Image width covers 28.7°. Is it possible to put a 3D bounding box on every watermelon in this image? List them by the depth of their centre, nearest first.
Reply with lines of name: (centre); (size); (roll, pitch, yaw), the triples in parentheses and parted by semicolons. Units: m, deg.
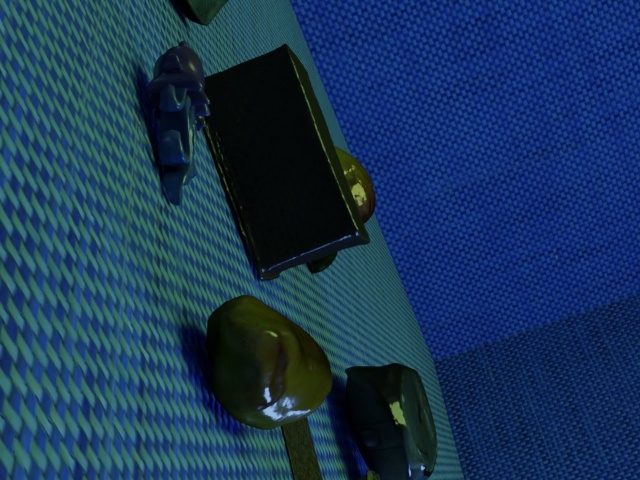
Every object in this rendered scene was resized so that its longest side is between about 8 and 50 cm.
watermelon: (0.000, 0.000, 2.112); (0.105, 0.062, 0.105); (-15, 90, -85)

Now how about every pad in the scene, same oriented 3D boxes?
pad: (-0.032, 0.210, 1.493); (0.158, 0.003, 0.235); (58, 14, -61)

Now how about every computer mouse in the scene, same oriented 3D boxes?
computer mouse: (0.103, 0.284, 1.916); (0.374, 0.114, 0.203); (20, 53, -80)

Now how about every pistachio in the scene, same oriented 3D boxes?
pistachio: (-0.059, 0.112, 1.175); (0.110, 0.100, 0.189); (49, 5, 29)

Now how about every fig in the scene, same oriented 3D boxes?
fig: (-0.031, -0.110, 1.973); (0.257, 0.159, 0.159); (50, 6, 2)

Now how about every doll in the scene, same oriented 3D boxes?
doll: (-0.147, -0.127, 1.290); (0.110, 0.067, 0.206); (86, 2, -56)

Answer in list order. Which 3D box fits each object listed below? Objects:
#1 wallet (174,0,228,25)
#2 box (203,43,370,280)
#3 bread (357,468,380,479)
wallet: (-0.071, -0.468, 1.673); (0.046, 0.379, 0.190); (39, -9, 35)
box: (-0.050, -0.098, 1.648); (0.184, 0.143, 0.273); (10, 60, -83)
bread: (0.092, 0.429, 1.757); (0.228, 0.033, 0.228); (-19, 90, -82)
